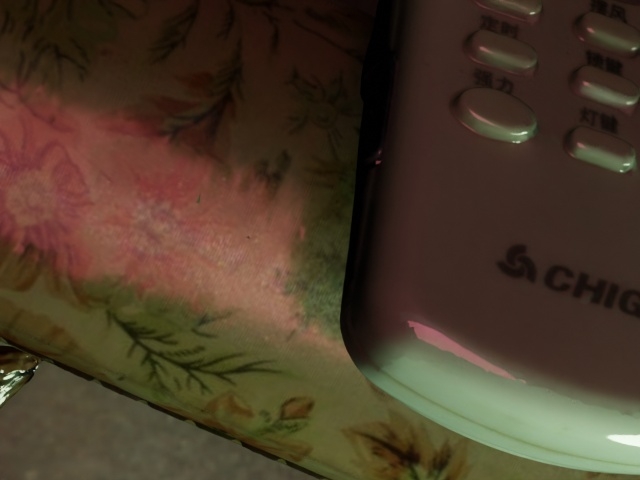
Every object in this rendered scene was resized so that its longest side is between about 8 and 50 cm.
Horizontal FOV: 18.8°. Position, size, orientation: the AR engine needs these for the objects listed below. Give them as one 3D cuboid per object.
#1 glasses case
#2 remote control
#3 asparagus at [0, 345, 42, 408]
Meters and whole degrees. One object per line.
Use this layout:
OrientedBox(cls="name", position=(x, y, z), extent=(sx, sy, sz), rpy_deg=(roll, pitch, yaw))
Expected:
OrientedBox(cls="glasses case", position=(0.000, 0.000, 0.685), extent=(0.425, 0.098, 0.156), rpy_deg=(24, 77, -11))
OrientedBox(cls="remote control", position=(0.085, -0.066, 0.654), extent=(0.140, 0.056, 0.296), rpy_deg=(17, 58, -13))
OrientedBox(cls="asparagus", position=(-0.175, 0.076, 0.688), extent=(0.165, 0.036, 0.030), rpy_deg=(-27, 82, -8))
